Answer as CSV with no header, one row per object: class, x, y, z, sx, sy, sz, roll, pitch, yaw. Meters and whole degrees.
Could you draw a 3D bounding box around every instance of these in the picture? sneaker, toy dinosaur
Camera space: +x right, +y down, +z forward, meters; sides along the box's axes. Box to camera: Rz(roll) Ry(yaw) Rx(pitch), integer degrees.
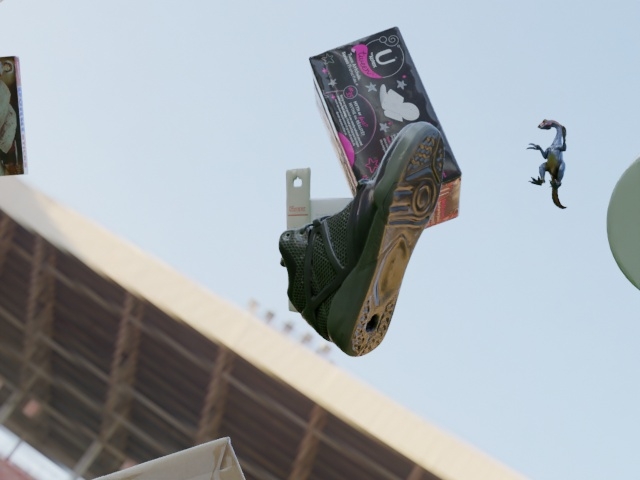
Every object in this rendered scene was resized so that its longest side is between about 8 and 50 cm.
sneaker,0.031,-0.018,1.464,0.130,0.228,0.087,30,17,34
toy dinosaur,0.264,-0.096,1.781,0.047,0.082,0.090,4,-39,22

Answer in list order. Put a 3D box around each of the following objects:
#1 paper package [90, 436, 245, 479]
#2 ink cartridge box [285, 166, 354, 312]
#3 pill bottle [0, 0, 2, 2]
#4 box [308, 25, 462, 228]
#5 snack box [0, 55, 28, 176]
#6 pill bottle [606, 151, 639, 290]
paper package,-0.253,0.370,1.693,0.325,0.309,0.168,-37,-108,50
ink cartridge box,0.000,0.000,1.930,0.061,0.181,0.104,-2,2,-19
pill bottle,-0.518,-0.447,2.108,0.272,0.152,0.152,65,-24,11
box,0.093,-0.144,2.184,0.163,0.142,0.247,79,-9,-70
snack box,-0.477,-0.185,2.322,0.064,0.178,0.022,-3,4,11
pill bottle,0.432,-0.026,1.684,0.204,0.204,0.361,25,13,20
